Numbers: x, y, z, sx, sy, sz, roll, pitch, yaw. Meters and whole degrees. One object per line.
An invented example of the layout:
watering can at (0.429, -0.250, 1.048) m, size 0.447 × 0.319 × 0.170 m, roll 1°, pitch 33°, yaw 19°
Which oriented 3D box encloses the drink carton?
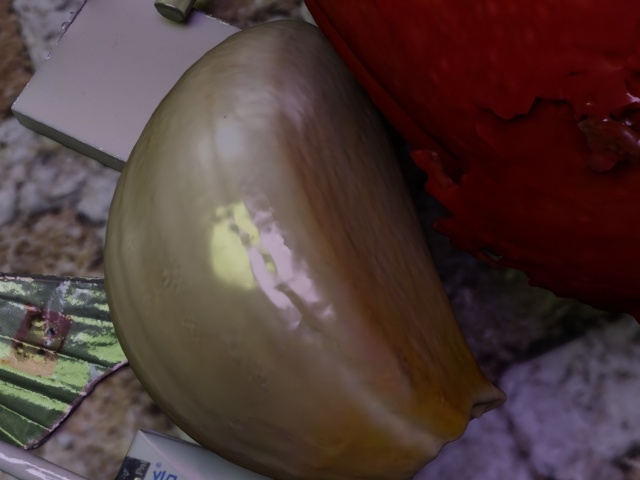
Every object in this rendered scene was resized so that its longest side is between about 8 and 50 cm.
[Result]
drink carton at (-0.050, 0.136, 0.458) m, size 0.200 × 0.074 × 0.084 m, roll 18°, pitch 69°, yaw 10°

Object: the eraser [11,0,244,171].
eraser at (-0.082, -0.079, 0.568) m, size 0.150 × 0.023 × 0.104 m, roll 25°, pitch 72°, yaw 11°

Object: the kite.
kite at (-0.211, 0.102, 0.510) m, size 0.323 × 0.013 × 0.268 m, roll -41°, pitch 73°, yaw -12°

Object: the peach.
peach at (0.137, -0.153, 0.419) m, size 0.370 × 0.370 × 0.370 m, roll -1°, pitch 69°, yaw 2°

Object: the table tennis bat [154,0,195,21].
table tennis bat at (-0.055, -0.187, 0.600) m, size 0.087 × 0.013 × 0.156 m, roll 21°, pitch 61°, yaw 9°

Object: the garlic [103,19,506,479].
garlic at (-0.014, -0.005, 0.463) m, size 0.164 × 0.145 × 0.245 m, roll 4°, pitch 54°, yaw -20°
